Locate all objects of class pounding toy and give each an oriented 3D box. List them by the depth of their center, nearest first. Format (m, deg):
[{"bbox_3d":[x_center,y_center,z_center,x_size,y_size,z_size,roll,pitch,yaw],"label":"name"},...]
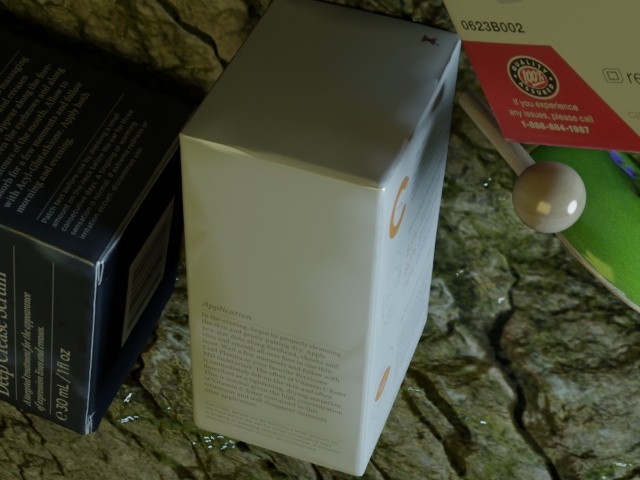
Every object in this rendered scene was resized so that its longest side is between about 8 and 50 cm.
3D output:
[{"bbox_3d":[0.241,-0.047,1.060,0.237,0.183,0.110,30,117,-31],"label":"pounding toy"}]

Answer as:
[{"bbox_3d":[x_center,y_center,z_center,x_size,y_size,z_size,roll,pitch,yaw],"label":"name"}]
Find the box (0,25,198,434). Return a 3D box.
[{"bbox_3d":[-0.344,-0.038,1.293,0.395,0.212,0.293,22,142,6],"label":"box"}]

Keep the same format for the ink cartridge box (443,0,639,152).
[{"bbox_3d":[0.185,-0.249,0.843,0.279,0.160,0.385,12,139,50],"label":"ink cartridge box"}]

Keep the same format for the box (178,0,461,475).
[{"bbox_3d":[0.000,0.000,1.179,0.168,0.215,0.345,15,134,13],"label":"box"}]
